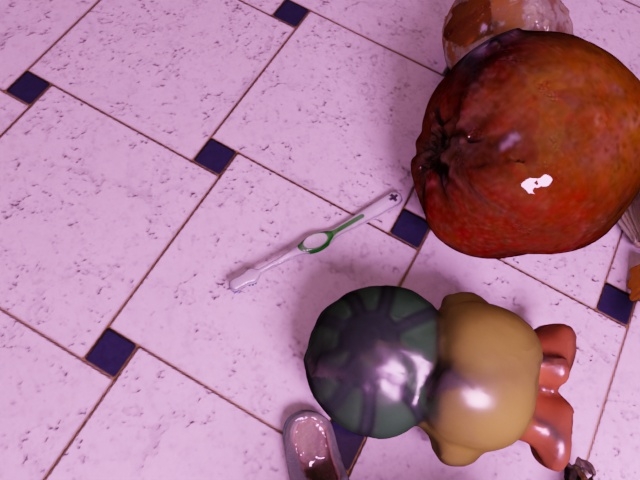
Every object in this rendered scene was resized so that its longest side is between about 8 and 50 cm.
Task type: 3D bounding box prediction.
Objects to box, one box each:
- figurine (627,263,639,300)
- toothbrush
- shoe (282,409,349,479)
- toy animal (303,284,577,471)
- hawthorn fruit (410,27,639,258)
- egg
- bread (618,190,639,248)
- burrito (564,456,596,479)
[{"bbox_3d":[0.629,0.124,0.658,0.344,0.187,0.215,13,56,7],"label":"figurine"},{"bbox_3d":[0.000,-0.001,0.723,0.304,0.030,0.030,-29,74,-15],"label":"toothbrush"},{"bbox_3d":[0.003,0.302,0.582,0.079,0.078,0.195,-14,68,-10],"label":"shoe"},{"bbox_3d":[0.150,0.156,0.588,0.339,0.191,0.215,11,69,0],"label":"toy animal"},{"bbox_3d":[0.288,-0.117,0.646,0.325,0.308,0.308,2,69,7],"label":"hawthorn fruit"},{"bbox_3d":[0.304,-0.320,0.787,0.195,0.195,0.233,-19,85,-12],"label":"egg"},{"bbox_3d":[0.569,-0.066,0.710,0.210,0.192,0.109,0,62,-2],"label":"bread"},{"bbox_3d":[0.369,0.453,0.545,0.175,0.107,0.347,-29,76,-28],"label":"burrito"}]
